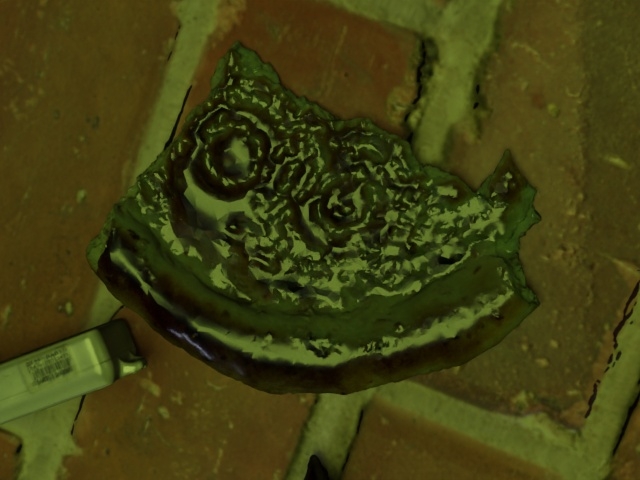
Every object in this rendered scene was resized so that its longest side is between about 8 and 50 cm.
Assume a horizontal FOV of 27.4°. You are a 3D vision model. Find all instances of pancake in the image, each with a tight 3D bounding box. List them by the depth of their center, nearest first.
[{"bbox_3d":[-0.003,0.005,1.247,0.427,0.067,0.304,23,98,8],"label":"pancake"}]

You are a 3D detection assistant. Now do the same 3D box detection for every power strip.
[{"bbox_3d":[-0.332,0.155,1.299,0.338,0.098,0.058,-21,92,11],"label":"power strip"}]

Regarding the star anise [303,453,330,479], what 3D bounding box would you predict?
[{"bbox_3d":[0.013,0.341,1.246,0.283,0.129,0.212,30,84,13],"label":"star anise"}]
